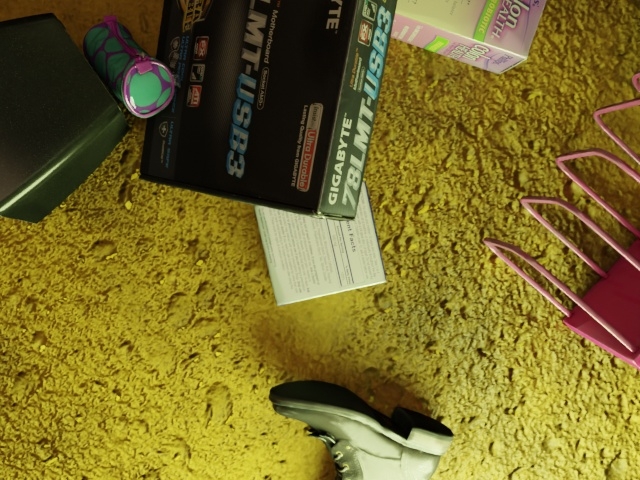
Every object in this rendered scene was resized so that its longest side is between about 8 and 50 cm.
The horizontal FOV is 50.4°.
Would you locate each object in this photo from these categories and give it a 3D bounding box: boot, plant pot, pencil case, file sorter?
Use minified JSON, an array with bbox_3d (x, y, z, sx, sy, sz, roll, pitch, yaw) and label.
[{"bbox_3d":[0.031,0.314,0.856,0.263,0.091,0.228,19,95,-5],"label":"boot"},{"bbox_3d":[-0.324,-0.144,0.769,0.167,0.187,0.188,-34,95,-9],"label":"plant pot"},{"bbox_3d":[-0.219,-0.199,0.772,0.065,0.152,0.070,-13,128,-31],"label":"pencil case"},{"bbox_3d":[0.355,-0.041,0.770,0.182,0.202,0.290,41,94,-3],"label":"file sorter"}]

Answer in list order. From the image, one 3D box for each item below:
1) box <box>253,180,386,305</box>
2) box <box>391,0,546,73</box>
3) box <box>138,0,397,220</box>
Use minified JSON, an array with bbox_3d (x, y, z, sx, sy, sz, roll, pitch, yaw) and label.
[{"bbox_3d":[0.000,0.000,0.833,0.137,0.072,0.126,-12,95,1],"label":"box"},{"bbox_3d":[0.144,-0.339,0.780,0.243,0.117,0.213,18,95,-2],"label":"box"},{"bbox_3d":[-0.066,-0.187,0.731,0.294,0.073,0.295,15,97,41],"label":"box"}]
